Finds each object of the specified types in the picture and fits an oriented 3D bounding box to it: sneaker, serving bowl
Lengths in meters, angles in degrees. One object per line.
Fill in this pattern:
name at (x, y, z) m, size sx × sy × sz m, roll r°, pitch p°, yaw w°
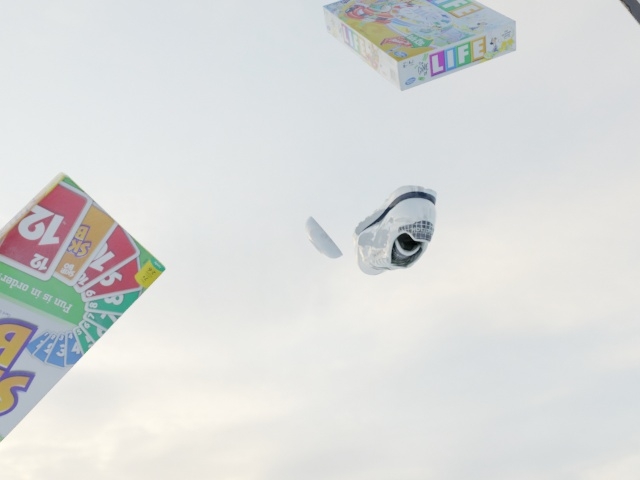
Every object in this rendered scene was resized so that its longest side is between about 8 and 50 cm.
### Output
sneaker at (0.109, 0.008, 1.126) m, size 0.090 × 0.094 × 0.235 m, roll 5°, pitch -29°, yaw -14°
serving bowl at (0.000, 0.000, 1.163) m, size 0.027 × 0.083 × 0.083 m, roll -40°, pitch -33°, yaw -1°

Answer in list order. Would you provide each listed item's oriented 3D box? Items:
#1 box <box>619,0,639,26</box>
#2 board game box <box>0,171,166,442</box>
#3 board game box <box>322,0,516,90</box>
box at (0.419, -0.336, 0.672) m, size 0.183 × 0.296 × 0.294 m, roll -30°, pitch -11°, yaw -18°
board game box at (-0.267, 0.076, 0.616) m, size 0.124 × 0.259 × 0.039 m, roll 48°, pitch -11°, yaw -27°
board game box at (0.078, -0.181, 0.614) m, size 0.104 × 0.154 × 0.026 m, roll -22°, pitch -52°, yaw -12°
